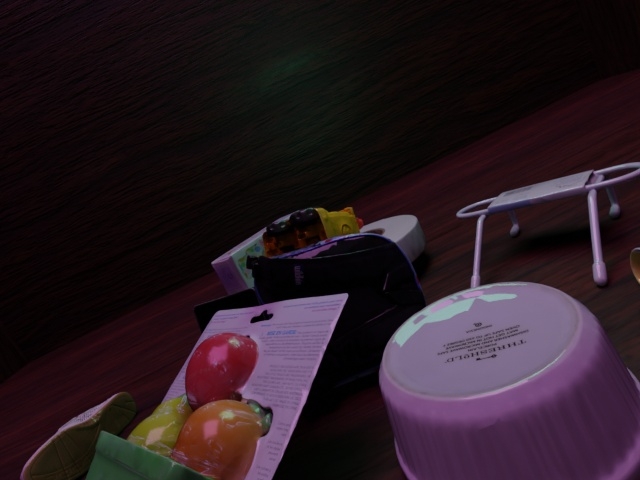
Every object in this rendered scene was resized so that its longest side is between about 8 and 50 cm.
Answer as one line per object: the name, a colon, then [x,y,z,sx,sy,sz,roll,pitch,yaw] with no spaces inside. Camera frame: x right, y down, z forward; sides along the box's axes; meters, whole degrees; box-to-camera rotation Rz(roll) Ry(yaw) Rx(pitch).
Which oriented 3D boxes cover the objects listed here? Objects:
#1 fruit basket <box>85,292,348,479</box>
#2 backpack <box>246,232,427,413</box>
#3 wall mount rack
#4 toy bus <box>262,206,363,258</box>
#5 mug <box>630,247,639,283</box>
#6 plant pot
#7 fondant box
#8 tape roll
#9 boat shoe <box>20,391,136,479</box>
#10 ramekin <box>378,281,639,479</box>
fruit basket: [-0.132,0.233,0.528,0.327,0.165,0.353,-16,32,43]
backpack: [0.048,0.112,0.706,0.263,0.276,0.213,-20,-1,16]
wall mount rack: [0.426,-0.027,0.781,0.350,0.130,0.304,-15,12,45]
toy bus: [0.000,0.000,0.974,0.220,0.149,0.211,-19,-1,44]
mug: [0.475,0.030,0.559,0.064,0.062,0.078,-16,20,11]
plant pot: [-0.136,0.194,0.916,0.187,0.188,0.167,-20,-1,30]
fondant box: [-0.129,0.085,1.199,0.096,0.238,0.330,-17,14,37]
tape roll: [0.092,0.043,1.093,0.392,0.072,0.392,-26,10,5]
boat shoe: [-0.525,0.436,0.878,0.096,0.098,0.277,-23,2,17]
ramekin: [0.191,0.153,0.454,0.273,0.127,0.273,-25,11,5]
